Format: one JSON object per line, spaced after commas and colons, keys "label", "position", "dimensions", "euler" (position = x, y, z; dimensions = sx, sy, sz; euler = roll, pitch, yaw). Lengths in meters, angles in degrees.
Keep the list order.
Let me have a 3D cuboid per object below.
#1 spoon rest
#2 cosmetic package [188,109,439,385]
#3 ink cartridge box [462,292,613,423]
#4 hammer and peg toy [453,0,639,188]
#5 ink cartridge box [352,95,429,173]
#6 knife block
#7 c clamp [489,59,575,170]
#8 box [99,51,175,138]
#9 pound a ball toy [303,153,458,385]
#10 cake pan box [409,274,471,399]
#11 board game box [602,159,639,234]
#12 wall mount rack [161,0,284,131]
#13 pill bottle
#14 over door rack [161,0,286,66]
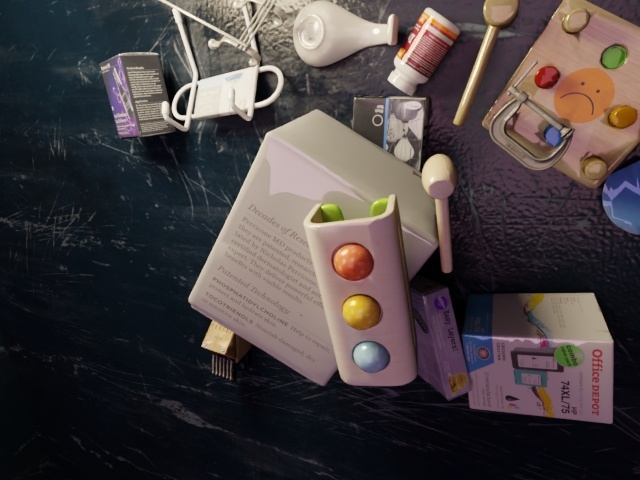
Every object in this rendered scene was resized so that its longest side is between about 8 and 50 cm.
{"label": "spoon rest", "position": [0.052, -0.455, 0.907], "dimensions": [0.276, 0.084, 0.137], "euler": [18, 116, 32]}
{"label": "cosmetic package", "position": [0.000, 0.000, 0.857], "dimensions": [0.327, 0.329, 0.394], "euler": [32, 118, 0]}
{"label": "ink cartridge box", "position": [0.471, 0.246, 0.913], "dimensions": [0.269, 0.197, 0.198], "euler": [-4, 109, 25]}
{"label": "hammer and peg toy", "position": [0.431, -0.287, 0.764], "dimensions": [0.361, 0.127, 0.266], "euler": [33, 121, 9]}
{"label": "ink cartridge box", "position": [0.158, -0.165, 0.972], "dimensions": [0.165, 0.065, 0.333], "euler": [7, 114, 21]}
{"label": "knife block", "position": [-0.278, 0.322, 1.359], "dimensions": [0.088, 0.242, 0.276], "euler": [13, 70, 18]}
{"label": "c clamp", "position": [0.382, -0.209, 0.731], "dimensions": [0.161, 0.022, 0.137], "euler": [46, 123, 2]}
{"label": "box", "position": [-0.500, -0.392, 1.126], "dimensions": [0.153, 0.108, 0.207], "euler": [10, 115, 45]}
{"label": "pound a ball toy", "position": [0.100, 0.056, 0.593], "dimensions": [0.208, 0.136, 0.319], "euler": [-5, 114, 17]}
{"label": "cake pan box", "position": [0.235, 0.204, 0.976], "dimensions": [0.070, 0.267, 0.246], "euler": [-16, 97, -11]}
{"label": "board game box", "position": [0.643, -0.096, 0.799], "dimensions": [0.168, 0.033, 0.133], "euler": [-30, 91, 25]}
{"label": "wall mount rack", "position": [-0.265, -0.437, 1.025], "dimensions": [0.349, 0.130, 0.304], "euler": [-2, 77, 24]}
{"label": "pill bottle", "position": [0.208, -0.384, 0.848], "dimensions": [0.086, 0.086, 0.152], "euler": [38, 120, 6]}
{"label": "over door rack", "position": [-0.218, -0.557, 0.885], "dimensions": [0.324, 0.108, 0.240], "euler": [30, 84, -9]}
